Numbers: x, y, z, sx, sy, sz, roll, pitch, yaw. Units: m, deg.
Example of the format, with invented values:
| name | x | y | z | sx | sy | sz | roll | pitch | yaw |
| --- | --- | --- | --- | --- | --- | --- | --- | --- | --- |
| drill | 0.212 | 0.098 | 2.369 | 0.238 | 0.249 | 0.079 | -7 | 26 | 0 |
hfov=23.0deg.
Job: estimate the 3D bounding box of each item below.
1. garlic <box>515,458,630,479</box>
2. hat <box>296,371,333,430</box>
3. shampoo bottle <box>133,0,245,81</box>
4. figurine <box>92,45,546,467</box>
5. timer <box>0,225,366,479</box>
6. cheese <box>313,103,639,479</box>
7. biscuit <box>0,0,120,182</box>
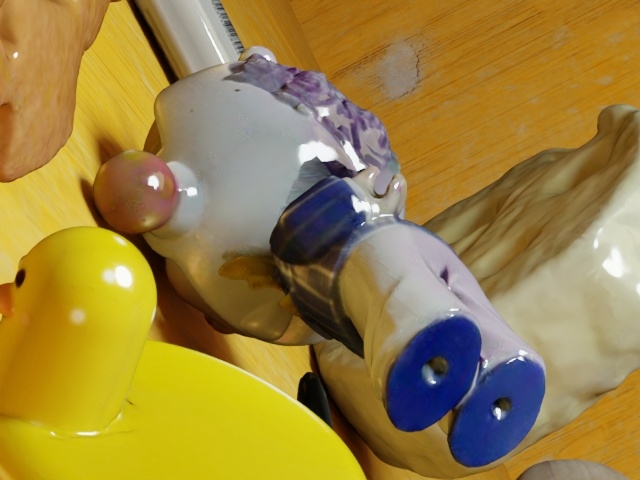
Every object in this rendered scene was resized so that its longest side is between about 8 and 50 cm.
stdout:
| name | x | y | z | sx | sy | sz | roll | pitch | yaw |
| --- | --- | --- | --- | --- | --- | --- | --- | --- | --- |
| garlic | 0.198 | 0.242 | 1.191 | 0.160 | 0.214 | 0.191 | 49 | 23 | -30 |
| hat | 0.000 | 0.120 | 0.730 | 0.121 | 0.050 | 0.121 | 62 | 0 | -1 |
| shampoo bottle | -0.061 | -0.090 | 1.130 | 0.227 | 0.056 | 0.086 | 63 | 4 | -4 |
| figurine | -0.006 | -0.003 | 0.720 | 0.194 | 0.133 | 0.274 | 30 | 6 | -14 |
| timer | -0.038 | 0.056 | 0.389 | 0.107 | 0.109 | 0.107 | 19 | 20 | -7 |
| cheese | 0.135 | 0.034 | 1.117 | 0.115 | 0.318 | 0.326 | 53 | -32 | -14 |
| biscuit | -0.109 | -0.171 | 0.495 | 0.284 | 0.043 | 0.306 | -62 | 151 | -68 |
